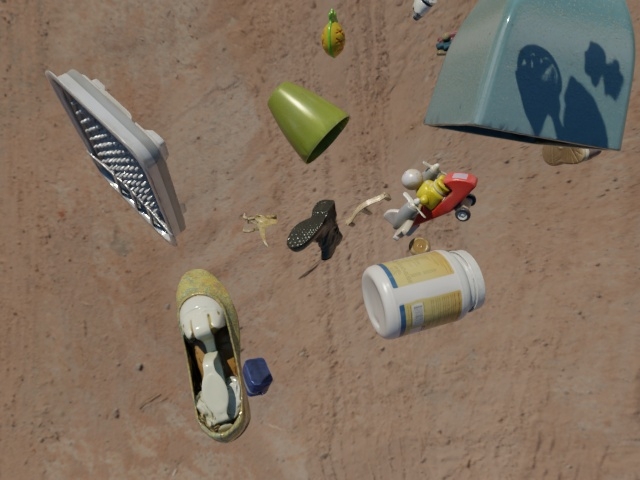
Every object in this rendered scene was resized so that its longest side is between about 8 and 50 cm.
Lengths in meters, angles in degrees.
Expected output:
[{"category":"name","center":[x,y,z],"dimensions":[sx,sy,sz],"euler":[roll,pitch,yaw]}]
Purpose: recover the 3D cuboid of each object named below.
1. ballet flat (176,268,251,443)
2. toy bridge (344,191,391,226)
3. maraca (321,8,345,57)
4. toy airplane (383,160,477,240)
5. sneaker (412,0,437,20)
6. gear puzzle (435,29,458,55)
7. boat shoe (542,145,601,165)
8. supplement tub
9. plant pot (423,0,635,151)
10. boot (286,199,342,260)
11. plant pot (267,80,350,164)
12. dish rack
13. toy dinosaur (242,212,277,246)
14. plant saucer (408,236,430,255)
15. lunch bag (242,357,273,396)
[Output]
[{"category":"ballet flat","center":[-0.213,0.213,0.851],"dimensions":[0.123,0.123,0.348],"euler":[-19,77,12]},{"category":"toy bridge","center":[0.155,-0.107,1.528],"dimensions":[0.188,0.063,0.026],"euler":[-36,59,28]},{"category":"maraca","center":[0.054,-0.861,1.834],"dimensions":[0.099,0.127,0.185],"euler":[3,101,15]},{"category":"toy airplane","center":[0.410,-0.168,1.818],"dimensions":[0.384,0.386,0.272],"euler":[-37,105,-2]},{"category":"sneaker","center":[0.410,-0.968,1.767],"dimensions":[0.090,0.235,0.095],"euler":[29,135,-8]},{"category":"gear puzzle","center":[0.447,-0.485,1.033],"dimensions":[0.339,0.175,0.044],"euler":[2,124,17]},{"category":"boat shoe","center":[0.948,-0.337,1.672],"dimensions":[0.092,0.285,0.102],"euler":[-4,101,-1]},{"category":"supplement tub","center":[0.194,0.099,0.846],"dimensions":[0.200,0.144,0.144],"euler":[-12,94,-11]},{"category":"plant pot","center":[0.352,-0.299,0.739],"dimensions":[0.247,0.248,0.252],"euler":[8,104,-7]},{"category":"boot","center":[0.000,0.000,1.324],"dimensions":[0.084,0.246,0.161],"euler":[5,127,31]},{"category":"plant pot","center":[-0.072,-0.524,1.862],"dimensions":[0.293,0.275,0.275],"euler":[44,102,1]},{"category":"dish rack","center":[-0.369,-0.155,0.856],"dimensions":[0.285,0.333,0.072],"euler":[42,66,13]},{"category":"toy dinosaur","center":[-0.164,-0.046,1.201],"dimensions":[0.093,0.183,0.053],"euler":[2,116,4]},{"category":"plant saucer","center":[0.382,0.023,1.689],"dimensions":[0.084,0.015,0.083],"euler":[-2,71,5]},{"category":"lunch bag","center":[-0.178,0.382,1.212],"dimensions":[0.098,0.067,0.065],"euler":[58,134,41]}]
